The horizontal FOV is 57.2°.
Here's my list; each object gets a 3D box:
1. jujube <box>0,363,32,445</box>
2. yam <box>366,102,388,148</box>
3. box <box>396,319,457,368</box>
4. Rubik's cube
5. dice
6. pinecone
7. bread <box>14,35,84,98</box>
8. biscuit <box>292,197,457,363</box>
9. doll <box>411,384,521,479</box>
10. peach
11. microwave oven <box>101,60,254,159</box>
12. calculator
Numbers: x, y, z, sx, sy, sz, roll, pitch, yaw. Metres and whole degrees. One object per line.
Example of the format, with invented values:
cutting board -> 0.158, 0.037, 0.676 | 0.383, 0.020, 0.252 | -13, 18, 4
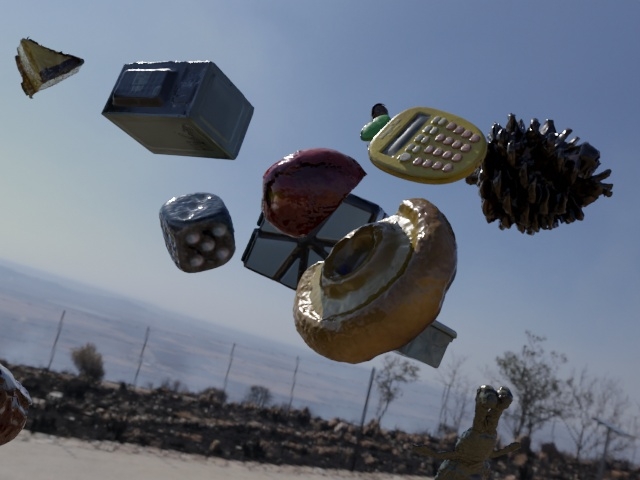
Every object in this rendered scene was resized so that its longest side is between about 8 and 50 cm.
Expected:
jujube -> -0.595, 0.248, 0.917 | 0.216, 0.216, 0.342 | 15, -19, 10
yam -> 0.134, -0.264, 1.391 | 0.046, 0.046, 0.264 | 15, -5, 4
box -> 0.230, 0.234, 1.505 | 0.162, 0.130, 0.227 | 13, -14, 44
Rubik's cube -> 0.000, 0.000, 1.553 | 0.294, 0.288, 0.283 | 22, 2, 13
dice -> -0.358, -0.025, 1.711 | 0.183, 0.181, 0.182 | -16, 34, -23
pinecone -> 0.418, -0.124, 1.151 | 0.257, 0.243, 0.243 | 10, -9, -3
bread -> -0.678, -0.442, 1.471 | 0.152, 0.127, 0.147 | -24, 13, -33
biscuit -> 0.074, 0.061, 0.832 | 0.091, 0.274, 0.213 | 47, 13, -30
doll -> 0.312, 0.393, 1.141 | 0.203, 0.286, 0.091 | 18, 29, -32
peach -> -0.012, -0.076, 0.886 | 0.172, 0.127, 0.092 | -19, 0, 6
microwave oven -> -0.357, -0.339, 1.500 | 0.295, 0.181, 0.237 | 9, -19, 30
calculator -> 0.162, -0.158, 0.962 | 0.235, 0.146, 0.032 | 30, -20, 43
